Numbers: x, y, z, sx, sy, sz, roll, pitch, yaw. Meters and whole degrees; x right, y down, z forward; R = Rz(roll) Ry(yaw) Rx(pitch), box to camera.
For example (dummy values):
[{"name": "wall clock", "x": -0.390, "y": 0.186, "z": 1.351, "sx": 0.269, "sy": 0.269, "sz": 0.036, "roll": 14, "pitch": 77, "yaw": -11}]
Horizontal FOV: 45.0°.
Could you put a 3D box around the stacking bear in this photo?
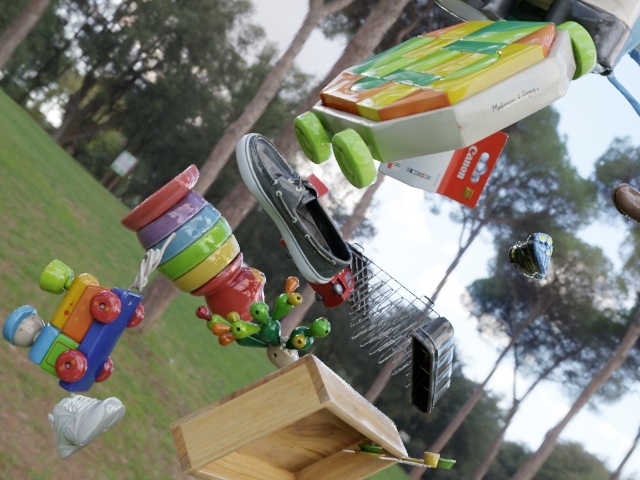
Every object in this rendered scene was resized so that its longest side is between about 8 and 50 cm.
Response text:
[{"name": "stacking bear", "x": -0.208, "y": 0.029, "z": 1.394, "sx": 0.289, "sy": 0.164, "sz": 0.175, "roll": 53, "pitch": 2, "yaw": -11}]

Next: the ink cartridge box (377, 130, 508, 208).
[{"name": "ink cartridge box", "x": 0.206, "y": -0.148, "z": 1.315, "sx": 0.179, "sy": 0.145, "sz": 0.045, "roll": 26, "pitch": 17, "yaw": 10}]

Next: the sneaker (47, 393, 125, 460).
[{"name": "sneaker", "x": -0.273, "y": 0.202, "z": 0.876, "sx": 0.152, "sy": 0.054, "sz": 0.061, "roll": -36, "pitch": -97, "yaw": 43}]

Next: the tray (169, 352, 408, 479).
[{"name": "tray", "x": -0.023, "y": 0.288, "z": 1.109, "sx": 0.076, "sy": 0.203, "sz": 0.411, "roll": 66, "pitch": 7, "yaw": 29}]

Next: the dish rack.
[{"name": "dish rack", "x": 0.102, "y": 0.129, "z": 1.237, "sx": 0.271, "sy": 0.074, "sz": 0.208, "roll": 40, "pitch": -28, "yaw": 32}]

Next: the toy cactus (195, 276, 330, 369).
[{"name": "toy cactus", "x": -0.078, "y": 0.149, "z": 1.253, "sx": 0.219, "sy": 0.112, "sz": 0.180, "roll": -8, "pitch": -44, "yaw": 16}]

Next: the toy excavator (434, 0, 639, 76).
[{"name": "toy excavator", "x": 0.263, "y": -0.383, "z": 1.101, "sx": 0.433, "sy": 0.222, "sz": 0.445, "roll": 28, "pitch": 7, "yaw": 12}]

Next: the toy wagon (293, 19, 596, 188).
[{"name": "toy wagon", "x": 0.102, "y": -0.162, "z": 0.818, "sx": 0.068, "sy": 0.267, "sz": 0.344, "roll": 68, "pitch": -12, "yaw": -23}]

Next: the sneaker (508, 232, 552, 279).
[{"name": "sneaker", "x": 0.399, "y": 0.033, "z": 1.479, "sx": 0.078, "sy": 0.067, "sz": 0.188, "roll": 14, "pitch": -13, "yaw": 14}]

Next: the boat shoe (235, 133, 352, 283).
[{"name": "boat shoe", "x": -0.019, "y": -0.032, "z": 0.648, "sx": 0.040, "sy": 0.049, "sz": 0.142, "roll": -30, "pitch": -89, "yaw": 39}]

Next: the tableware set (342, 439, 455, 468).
[{"name": "tableware set", "x": 0.118, "y": 0.316, "z": 1.151, "sx": 0.154, "sy": 0.024, "sz": 0.104, "roll": -4, "pitch": -18, "yaw": 43}]

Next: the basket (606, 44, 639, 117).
[{"name": "basket", "x": 0.734, "y": -0.393, "z": 1.641, "sx": 0.289, "sy": 0.201, "sz": 0.254, "roll": 112, "pitch": -34, "yaw": -46}]

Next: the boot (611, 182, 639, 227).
[{"name": "boot", "x": 0.424, "y": -0.026, "z": 0.946, "sx": 0.106, "sy": 0.037, "sz": 0.114, "roll": 37, "pitch": 1, "yaw": -22}]

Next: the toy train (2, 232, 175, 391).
[{"name": "toy train", "x": -0.316, "y": 0.068, "z": 1.055, "sx": 0.143, "sy": 0.248, "sz": 0.105, "roll": 28, "pitch": -6, "yaw": 12}]

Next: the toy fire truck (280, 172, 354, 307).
[{"name": "toy fire truck", "x": 0.000, "y": 0.000, "z": 1.262, "sx": 0.047, "sy": 0.135, "sz": 0.192, "roll": -26, "pitch": -76, "yaw": 37}]
